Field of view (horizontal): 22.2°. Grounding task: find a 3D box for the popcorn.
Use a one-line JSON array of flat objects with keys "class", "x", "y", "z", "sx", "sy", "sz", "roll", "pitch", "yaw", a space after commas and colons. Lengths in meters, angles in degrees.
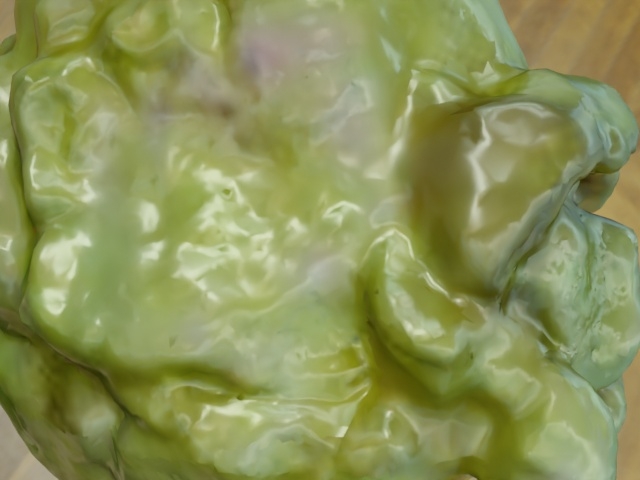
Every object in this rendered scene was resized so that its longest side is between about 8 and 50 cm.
[{"class": "popcorn", "x": 0.000, "y": 0.000, "z": 0.563, "sx": 0.259, "sy": 0.259, "sz": 0.212, "roll": 61, "pitch": 11, "yaw": 9}]
